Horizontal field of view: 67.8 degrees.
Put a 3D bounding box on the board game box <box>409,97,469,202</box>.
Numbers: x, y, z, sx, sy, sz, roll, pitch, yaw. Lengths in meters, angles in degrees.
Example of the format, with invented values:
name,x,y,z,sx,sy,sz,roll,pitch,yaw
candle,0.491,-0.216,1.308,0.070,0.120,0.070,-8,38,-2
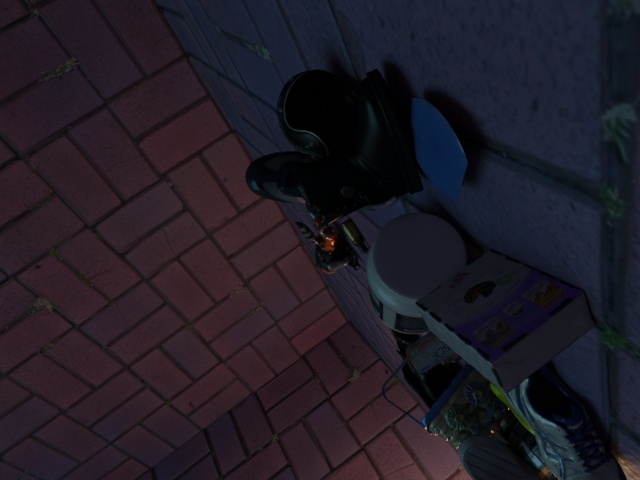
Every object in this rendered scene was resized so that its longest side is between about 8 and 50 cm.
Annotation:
name,x,y,z,sx,sy,sz,roll,pitch,yaw
board game box,0.181,-0.138,0.696,0.133,0.033,0.169,60,174,25

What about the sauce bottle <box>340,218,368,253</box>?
name,x,y,z,sx,sy,sz,roll,pitch,yaw
sauce bottle,0.118,-0.012,1.623,0.128,0.042,0.042,57,172,-8

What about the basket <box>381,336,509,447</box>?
name,x,y,z,sx,sy,sz,roll,pitch,yaw
basket,0.342,0.392,1.259,0.289,0.255,0.201,34,174,30

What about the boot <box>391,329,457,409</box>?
name,x,y,z,sx,sy,sz,roll,pitch,yaw
boot,0.357,0.400,1.524,0.348,0.131,0.260,29,139,54

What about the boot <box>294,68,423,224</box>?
name,x,y,z,sx,sy,sz,roll,pitch,yaw
boot,0.046,-0.140,0.806,0.094,0.207,0.246,-96,-18,-44

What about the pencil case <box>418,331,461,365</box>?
name,x,y,z,sx,sy,sz,roll,pitch,yaw
pencil case,0.266,0.178,1.210,0.284,0.124,0.124,48,170,38

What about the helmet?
name,x,y,z,sx,sy,sz,roll,pitch,yaw
helmet,-0.002,-0.238,0.913,0.161,0.169,0.169,39,167,20

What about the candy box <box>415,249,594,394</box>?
name,x,y,z,sx,sy,sz,roll,pitch,yaw
candy box,0.269,0.111,0.725,0.070,0.165,0.196,59,172,-24

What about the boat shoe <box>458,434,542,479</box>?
name,x,y,z,sx,sy,sz,roll,pitch,yaw
boat shoe,0.427,0.531,1.122,0.302,0.109,0.094,36,-172,-20

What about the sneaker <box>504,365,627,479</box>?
name,x,y,z,sx,sy,sz,roll,pitch,yaw
sneaker,0.453,0.356,0.879,0.296,0.112,0.131,52,172,18

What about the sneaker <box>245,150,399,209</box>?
name,x,y,z,sx,sy,sz,roll,pitch,yaw
sneaker,0.012,-0.123,0.961,0.131,0.319,0.112,-159,72,-77

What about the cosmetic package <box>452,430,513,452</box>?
name,x,y,z,sx,sy,sz,roll,pitch,yaw
cosmetic package,0.569,0.735,1.705,0.129,0.153,0.296,57,174,-32

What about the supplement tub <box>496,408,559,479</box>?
name,x,y,z,sx,sy,sz,roll,pitch,yaw
supplement tub,0.504,0.467,1.073,0.198,0.106,0.106,49,171,38

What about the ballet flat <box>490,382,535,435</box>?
name,x,y,z,sx,sy,sz,roll,pitch,yaw
ballet flat,0.452,0.353,1.045,0.231,0.077,0.077,-136,29,-64

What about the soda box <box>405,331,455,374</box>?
name,x,y,z,sx,sy,sz,roll,pitch,yaw
soda box,0.280,0.221,1.060,0.058,0.183,0.063,55,-166,4

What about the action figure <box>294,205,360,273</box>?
name,x,y,z,sx,sy,sz,roll,pitch,yaw
action figure,0.000,0.000,1.953,0.341,0.178,0.330,43,157,49

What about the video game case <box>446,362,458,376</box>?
name,x,y,z,sx,sy,sz,roll,pitch,yaw
video game case,0.398,0.467,1.705,0.196,0.026,0.274,42,149,41

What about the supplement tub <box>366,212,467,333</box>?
name,x,y,z,sx,sy,sz,roll,pitch,yaw
supplement tub,0.190,0.075,0.966,0.191,0.191,0.272,52,172,21
